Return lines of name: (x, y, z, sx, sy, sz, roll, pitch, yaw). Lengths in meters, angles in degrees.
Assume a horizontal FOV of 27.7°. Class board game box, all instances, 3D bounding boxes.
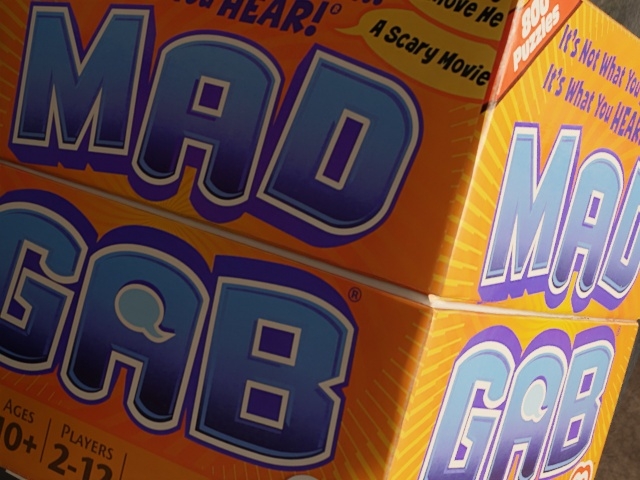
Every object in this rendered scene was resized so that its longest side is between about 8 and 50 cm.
board game box: (0.000, 0.000, 0.882, 0.356, 0.356, 0.356, 8, 98, -60)

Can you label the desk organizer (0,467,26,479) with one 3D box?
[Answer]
desk organizer: (-0.217, 0.193, 0.937, 0.050, 0.047, 0.130, 32, 78, -62)
